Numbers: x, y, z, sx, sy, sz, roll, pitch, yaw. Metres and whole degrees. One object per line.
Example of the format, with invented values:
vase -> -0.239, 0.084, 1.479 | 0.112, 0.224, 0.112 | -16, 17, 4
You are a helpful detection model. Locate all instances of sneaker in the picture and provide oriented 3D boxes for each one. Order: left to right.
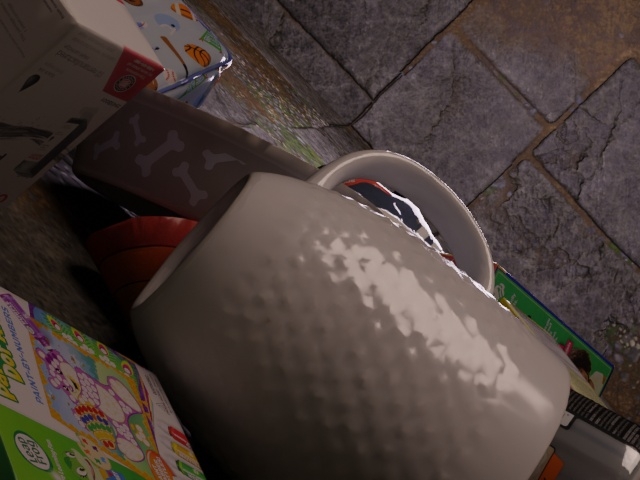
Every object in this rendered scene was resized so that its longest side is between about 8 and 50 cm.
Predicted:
sneaker -> 0.127, 0.011, 2.357 | 0.350, 0.131, 0.148 | 47, 26, -45

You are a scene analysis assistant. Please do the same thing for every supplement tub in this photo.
supplement tub -> 0.187, 0.223, 1.738 | 0.316, 0.193, 0.193 | 28, 5, 17

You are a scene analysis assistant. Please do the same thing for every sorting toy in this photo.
sorting toy -> -0.100, 0.094, 1.606 | 0.365, 0.127, 0.126 | 35, 44, -55

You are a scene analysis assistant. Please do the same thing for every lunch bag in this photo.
lunch bag -> -0.258, -0.240, 1.930 | 0.243, 0.115, 0.303 | 45, 30, 6

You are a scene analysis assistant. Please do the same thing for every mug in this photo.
mug -> 0.030, 0.076, 1.442 | 0.328, 0.276, 0.374 | 41, 53, -9

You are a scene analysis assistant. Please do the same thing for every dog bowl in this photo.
dog bowl -> -0.105, -0.048, 1.697 | 0.349, 0.102, 0.349 | 26, -6, 3

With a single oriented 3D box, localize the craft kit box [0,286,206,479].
craft kit box -> -0.178, 0.146, 1.157 | 0.246, 0.061, 0.250 | 32, 17, -42

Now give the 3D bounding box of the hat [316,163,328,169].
hat -> 0.000, 0.000, 2.454 | 0.173, 0.183, 0.208 | 49, -30, -3

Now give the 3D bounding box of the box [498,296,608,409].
box -> 0.230, 0.233, 1.942 | 0.117, 0.213, 0.243 | 37, 14, -42

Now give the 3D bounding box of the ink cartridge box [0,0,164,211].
ink cartridge box -> -0.267, -0.129, 1.382 | 0.092, 0.218, 0.158 | 57, 14, 20

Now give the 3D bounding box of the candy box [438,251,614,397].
candy box -> 0.203, 0.128, 2.200 | 0.268, 0.122, 0.317 | 13, -17, 46
